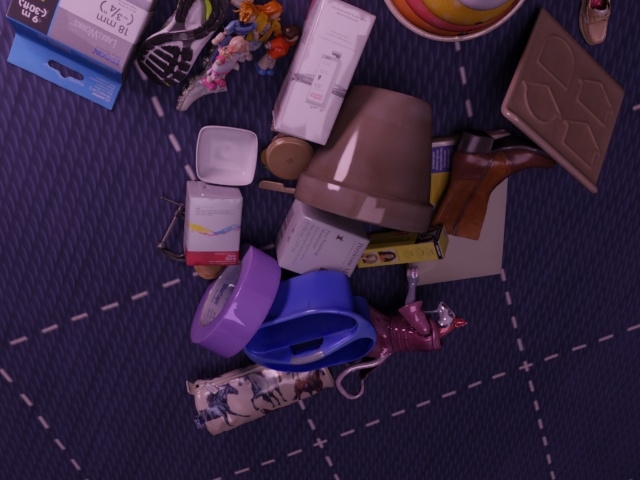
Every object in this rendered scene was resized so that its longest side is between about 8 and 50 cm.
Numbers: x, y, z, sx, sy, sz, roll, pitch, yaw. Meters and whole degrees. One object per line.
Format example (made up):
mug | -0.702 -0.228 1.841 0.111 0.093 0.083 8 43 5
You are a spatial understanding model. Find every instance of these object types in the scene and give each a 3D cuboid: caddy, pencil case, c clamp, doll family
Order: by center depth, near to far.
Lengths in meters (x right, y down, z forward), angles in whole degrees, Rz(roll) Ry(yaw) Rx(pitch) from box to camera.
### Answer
doll family | -0.155 -0.426 1.206 0.118 0.263 0.163 52 134 2
caddy | -0.029 0.223 1.433 0.341 0.179 0.241 -19 135 22
c clamp | -0.365 -0.023 1.472 0.137 0.022 0.161 18 110 -22
pencil case | -0.159 0.399 1.624 0.410 0.160 0.183 -23 136 3

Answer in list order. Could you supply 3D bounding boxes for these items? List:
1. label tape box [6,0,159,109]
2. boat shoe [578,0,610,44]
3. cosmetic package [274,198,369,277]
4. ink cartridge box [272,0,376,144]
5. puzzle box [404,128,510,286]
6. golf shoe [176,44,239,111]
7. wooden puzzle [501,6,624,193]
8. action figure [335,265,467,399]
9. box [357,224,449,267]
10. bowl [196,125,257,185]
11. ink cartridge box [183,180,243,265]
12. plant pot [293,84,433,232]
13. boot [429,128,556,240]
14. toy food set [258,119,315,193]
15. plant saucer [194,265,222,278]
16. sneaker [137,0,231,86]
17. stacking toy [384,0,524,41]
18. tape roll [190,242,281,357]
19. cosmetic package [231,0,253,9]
label tape box | -0.493 -0.458 1.196 0.240 0.106 0.334 24 109 -18
boat shoe | 0.647 -0.541 1.357 0.063 0.059 0.170 -19 116 1
cosmetic package | 0.000 0.000 1.463 0.183 0.151 0.151 20 112 -17
ink cartridge box | -0.002 -0.375 1.254 0.117 0.207 0.283 17 112 -14
puzzle box | 0.355 -0.081 1.536 0.272 0.052 0.409 -7 116 -5
golf shoe | -0.254 -0.351 1.308 0.086 0.069 0.176 34 107 -28
wooden puzzle | 0.561 -0.322 1.357 0.322 0.080 0.348 33 65 -22
action figure | 0.205 0.248 1.539 0.370 0.276 0.248 -9 139 26
box | 0.206 0.015 1.485 0.232 0.087 0.058 -7 120 29
bowl | -0.225 -0.207 1.385 0.142 0.053 0.142 4 114 -12
ink cartridge box | -0.263 -0.044 1.405 0.127 0.128 0.176 1 112 -16
plant pot | 0.124 -0.194 1.325 0.323 0.323 0.280 11 100 -14
boot | 0.432 -0.120 1.449 0.264 0.096 0.280 5 116 -15
toy food set | -0.077 -0.204 1.403 0.132 0.038 0.192 11 130 -9
plant saucer | -0.290 0.059 1.508 0.083 0.015 0.083 2 97 15
sneaker | -0.277 -0.441 1.225 0.300 0.121 0.111 -32 115 35
stacking toy | 0.267 -0.504 1.062 0.350 0.480 0.350 4 121 6
tape roll | -0.211 0.146 1.431 0.090 0.275 0.275 32 107 -21
cosmetic package | -0.193 -0.544 1.236 0.115 0.041 0.060 27 109 -20
